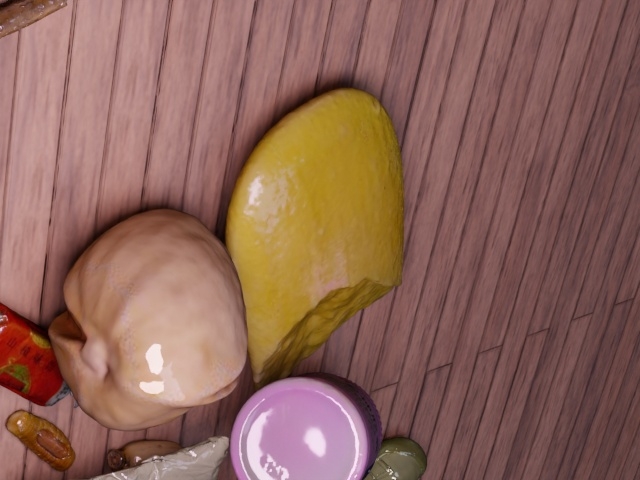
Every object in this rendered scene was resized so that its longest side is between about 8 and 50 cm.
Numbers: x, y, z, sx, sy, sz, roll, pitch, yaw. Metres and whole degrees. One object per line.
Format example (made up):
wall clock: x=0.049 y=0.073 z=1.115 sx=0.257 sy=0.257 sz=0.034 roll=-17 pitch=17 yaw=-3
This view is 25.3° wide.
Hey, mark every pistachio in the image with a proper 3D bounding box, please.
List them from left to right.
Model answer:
pistachio: x=-0.187 y=0.093 z=1.616 sx=0.309 sy=0.230 sz=0.230 roll=-71 pitch=179 yaw=-68

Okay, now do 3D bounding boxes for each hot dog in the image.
hot dog: x=-0.340 y=0.245 z=1.756 sx=0.044 sy=0.028 sz=0.137 roll=-51 pitch=142 yaw=-16

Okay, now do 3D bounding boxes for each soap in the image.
soap: x=0.002 y=0.002 z=1.858 sx=0.306 sy=0.115 sz=0.427 roll=-35 pitch=139 yaw=-26

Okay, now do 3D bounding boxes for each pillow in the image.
pillow: x=-0.260 y=0.369 z=1.824 sx=0.281 sy=0.076 sz=0.274 roll=-13 pitch=144 yaw=-29

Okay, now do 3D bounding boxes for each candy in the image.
candy: x=-0.347 y=0.132 z=1.634 sx=0.086 sy=0.059 sz=0.292 roll=-54 pitch=143 yaw=-6

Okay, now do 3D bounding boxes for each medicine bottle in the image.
medicine bottle: x=-0.010 y=0.267 z=1.913 sx=0.178 sy=0.178 sz=0.291 roll=-55 pitch=171 yaw=1

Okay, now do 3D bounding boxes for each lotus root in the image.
lotus root: x=-0.220 y=0.300 z=1.894 sx=0.150 sy=0.062 sz=0.073 roll=14 pitch=107 yaw=-47

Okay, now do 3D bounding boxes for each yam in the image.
yam: x=-0.318 y=-0.219 z=1.422 sx=0.145 sy=0.032 sz=0.032 roll=-30 pitch=136 yaw=-27

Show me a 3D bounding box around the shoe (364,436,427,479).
shoe: x=0.084 y=0.441 z=2.296 sx=0.262 sy=0.128 sz=0.140 roll=-40 pitch=154 yaw=-14
